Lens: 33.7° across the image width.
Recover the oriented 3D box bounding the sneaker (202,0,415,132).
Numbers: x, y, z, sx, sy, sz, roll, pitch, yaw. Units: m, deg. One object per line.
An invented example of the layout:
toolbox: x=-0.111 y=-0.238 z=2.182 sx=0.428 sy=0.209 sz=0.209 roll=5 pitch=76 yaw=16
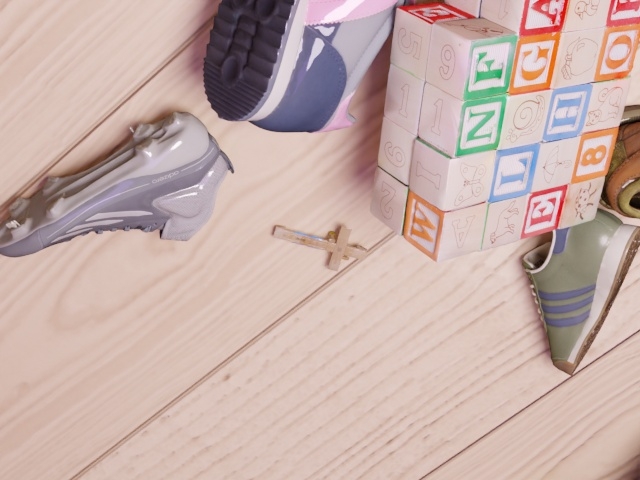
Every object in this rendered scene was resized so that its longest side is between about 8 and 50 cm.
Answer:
sneaker: x=0.031 y=-0.223 z=0.774 sx=0.131 sy=0.112 sz=0.319 roll=10 pitch=117 yaw=-44

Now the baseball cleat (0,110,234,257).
baseball cleat: x=-0.167 y=-0.022 z=0.873 sx=0.206 sy=0.072 sz=0.109 roll=-28 pitch=125 yaw=15

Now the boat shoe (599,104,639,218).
boat shoe: x=0.378 y=-0.070 z=0.875 sx=0.307 sy=0.104 sz=0.110 roll=-14 pitch=120 yaw=3

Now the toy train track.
toy train track: x=0.000 y=0.000 z=0.934 sx=0.083 sy=0.014 sz=0.048 roll=14 pitch=125 yaw=-7

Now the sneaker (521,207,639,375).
sneaker: x=0.222 y=0.037 z=0.953 sx=0.086 sy=0.064 sz=0.192 roll=30 pitch=142 yaw=20

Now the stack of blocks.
stack of blocks: x=0.145 y=-0.146 z=0.780 sx=0.171 sy=0.087 sz=0.297 roll=-13 pitch=124 yaw=-31
